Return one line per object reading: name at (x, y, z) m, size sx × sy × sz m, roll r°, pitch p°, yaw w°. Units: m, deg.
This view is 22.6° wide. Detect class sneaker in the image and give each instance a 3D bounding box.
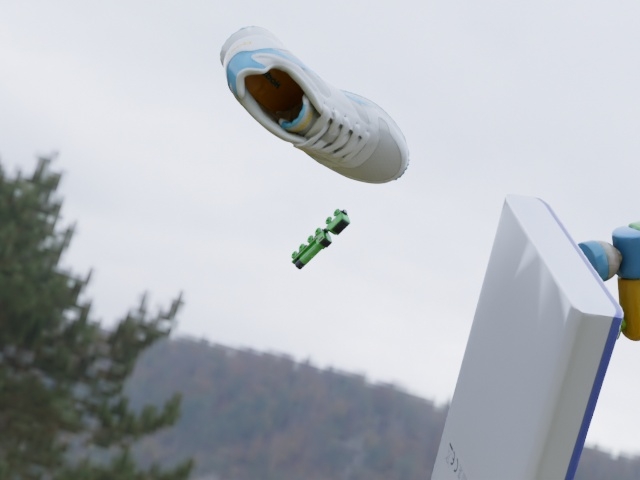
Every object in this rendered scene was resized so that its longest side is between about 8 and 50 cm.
sneaker at (-0.005, -0.119, 1.606) m, size 0.228 × 0.087 × 0.092 m, roll 32°, pitch 21°, yaw -22°

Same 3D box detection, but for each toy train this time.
toy train at (0.378, 0.097, 1.886) m, size 0.143 × 0.248 × 0.105 m, roll -13°, pitch 18°, yaw -17°
toy train at (0.000, 0.000, 1.646) m, size 0.017 × 0.083 × 0.024 m, roll 31°, pitch 25°, yaw -30°

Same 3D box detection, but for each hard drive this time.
hard drive at (0.151, 0.150, 1.270) m, size 0.040 × 0.319 × 0.210 m, roll 7°, pitch 24°, yaw -13°
